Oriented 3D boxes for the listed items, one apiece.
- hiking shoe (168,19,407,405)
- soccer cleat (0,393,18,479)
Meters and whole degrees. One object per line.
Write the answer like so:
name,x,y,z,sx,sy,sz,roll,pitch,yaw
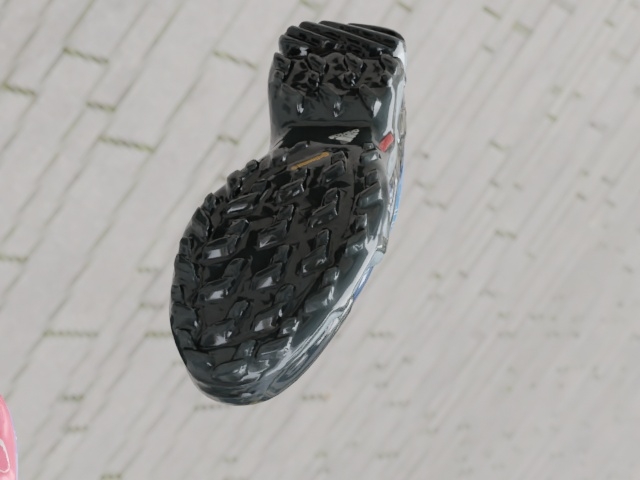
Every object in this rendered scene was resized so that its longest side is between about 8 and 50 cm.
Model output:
hiking shoe,0.000,0.000,1.078,0.304,0.113,0.132,-66,156,-45
soccer cleat,-0.183,0.170,0.753,0.095,0.083,0.248,-176,-84,-72
